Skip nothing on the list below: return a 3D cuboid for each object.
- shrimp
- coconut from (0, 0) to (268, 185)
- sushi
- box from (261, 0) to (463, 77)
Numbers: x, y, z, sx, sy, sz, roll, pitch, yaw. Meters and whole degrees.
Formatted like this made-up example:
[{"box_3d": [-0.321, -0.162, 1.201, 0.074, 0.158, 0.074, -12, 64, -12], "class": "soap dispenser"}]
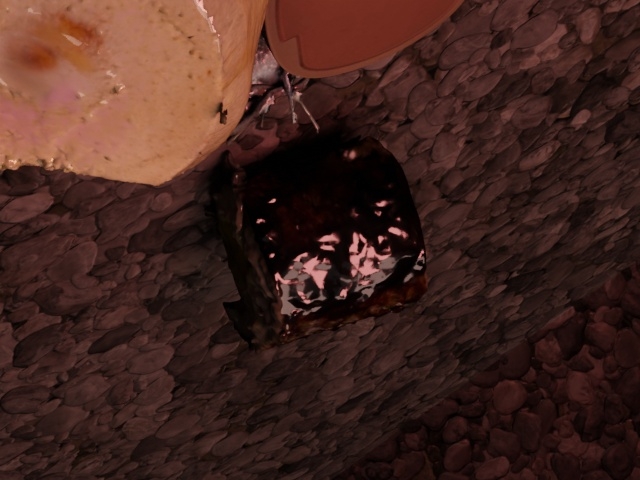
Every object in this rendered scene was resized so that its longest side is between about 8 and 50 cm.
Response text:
[{"box_3d": [-0.082, -0.205, 1.722, 0.372, 0.172, 0.137, -42, 157, 7], "class": "shrimp"}, {"box_3d": [-0.229, -0.276, 1.281, 0.405, 0.404, 0.404, -24, 152, -13], "class": "coconut"}, {"box_3d": [-0.001, 0.002, 2.035, 0.294, 0.281, 0.299, -15, 157, -16], "class": "sushi"}, {"box_3d": [0.020, -0.359, 1.507, 0.301, 0.216, 0.301, -22, 150, -13], "class": "box"}]
